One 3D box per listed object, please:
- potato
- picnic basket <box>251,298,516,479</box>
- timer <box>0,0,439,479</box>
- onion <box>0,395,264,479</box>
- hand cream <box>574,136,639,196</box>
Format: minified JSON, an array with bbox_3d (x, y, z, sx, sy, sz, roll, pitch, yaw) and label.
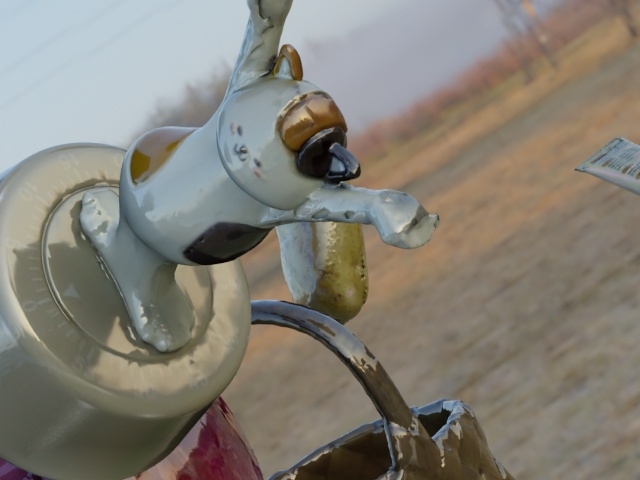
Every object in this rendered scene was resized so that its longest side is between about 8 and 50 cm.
[{"bbox_3d":[0.000,0.000,1.695,0.080,0.170,0.107,-5,-16,-15],"label":"potato"},{"bbox_3d":[-0.019,0.200,1.547,0.293,0.337,0.337,-26,6,42],"label":"picnic basket"},{"bbox_3d":[-0.066,-0.009,0.840,0.175,0.175,0.266,-34,-2,-46],"label":"timer"},{"bbox_3d":[-0.193,0.240,1.177,0.358,0.345,0.358,-33,-6,-4],"label":"onion"},{"bbox_3d":[0.278,-0.044,1.408,0.061,0.143,0.039,-36,-45,-30],"label":"hand cream"}]
